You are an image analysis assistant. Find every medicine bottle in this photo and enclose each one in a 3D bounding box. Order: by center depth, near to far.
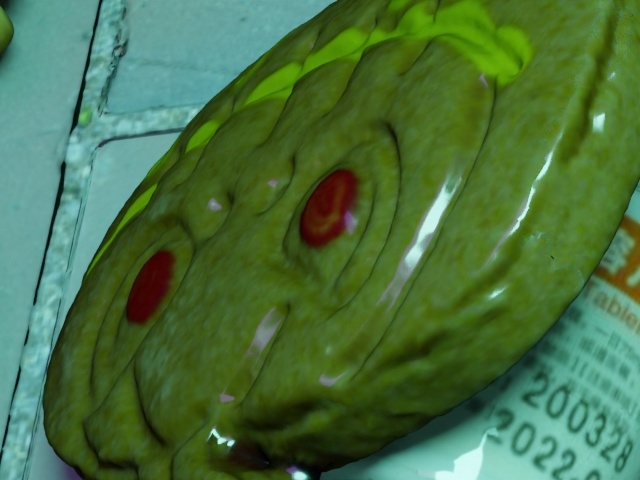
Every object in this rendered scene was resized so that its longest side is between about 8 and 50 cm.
[{"bbox_3d":[0.109,0.035,0.880,0.144,0.144,0.252,18,65,32],"label":"medicine bottle"}]

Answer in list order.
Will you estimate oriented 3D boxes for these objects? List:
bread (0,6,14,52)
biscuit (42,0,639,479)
[{"bbox_3d":[-0.330,-0.125,1.159,0.311,0.121,0.173,-17,23,-11],"label":"bread"},{"bbox_3d":[-0.007,-0.005,0.879,0.394,0.070,0.350,-29,32,41],"label":"biscuit"}]
